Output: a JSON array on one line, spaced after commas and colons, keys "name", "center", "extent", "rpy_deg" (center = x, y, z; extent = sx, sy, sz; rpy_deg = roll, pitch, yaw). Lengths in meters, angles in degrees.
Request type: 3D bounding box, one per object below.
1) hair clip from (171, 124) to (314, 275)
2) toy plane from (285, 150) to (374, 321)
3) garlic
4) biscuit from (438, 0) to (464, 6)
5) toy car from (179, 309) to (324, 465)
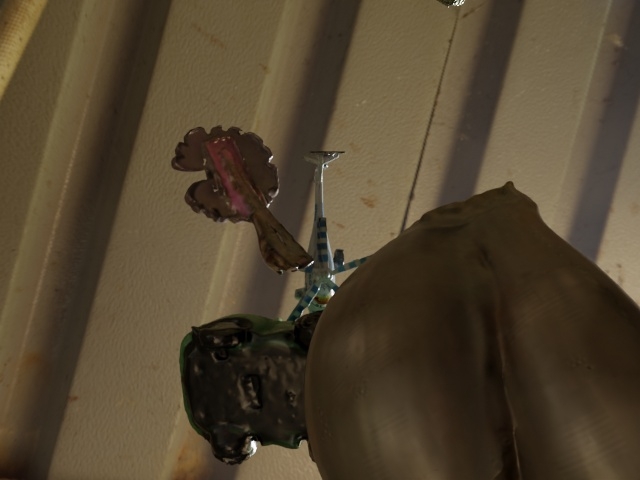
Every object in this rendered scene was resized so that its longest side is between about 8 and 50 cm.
[{"name": "hair clip", "center": [-0.113, -0.057, 1.008], "extent": [0.173, 0.069, 0.300], "rpy_deg": [-17, -118, -34]}, {"name": "toy plane", "center": [-0.011, -0.001, 1.061], "extent": [0.182, 0.107, 0.273], "rpy_deg": [-18, -96, -9]}, {"name": "garlic", "center": [0.129, 0.154, 0.436], "extent": [0.232, 0.246, 0.339], "rpy_deg": [-25, -81, 1]}, {"name": "biscuit", "center": [0.250, -0.583, 1.192], "extent": [0.046, 0.147, 0.249], "rpy_deg": [-18, -41, -37]}, {"name": "toy car", "center": [-0.022, 0.202, 0.949], "extent": [0.359, 0.176, 0.213], "rpy_deg": [-3, -79, 14]}]
